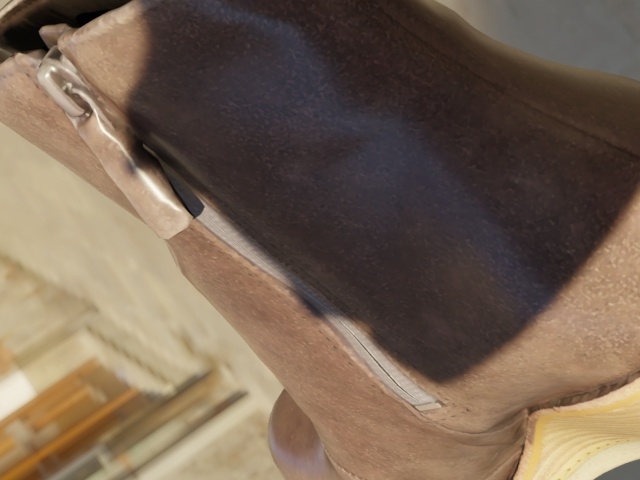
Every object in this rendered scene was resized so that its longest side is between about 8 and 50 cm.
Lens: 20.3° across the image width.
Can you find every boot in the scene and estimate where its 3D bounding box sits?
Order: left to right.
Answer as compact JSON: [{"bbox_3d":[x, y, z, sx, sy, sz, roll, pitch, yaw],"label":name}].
[{"bbox_3d":[0.000,0.000,0.454,0.207,0.090,0.248,31,155,-23],"label":"boot"}]
